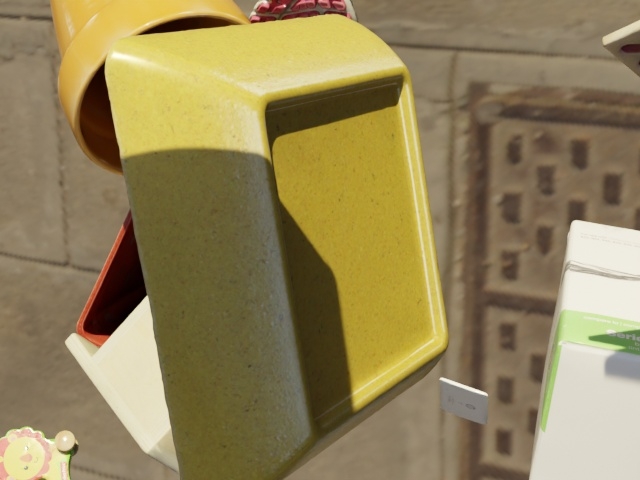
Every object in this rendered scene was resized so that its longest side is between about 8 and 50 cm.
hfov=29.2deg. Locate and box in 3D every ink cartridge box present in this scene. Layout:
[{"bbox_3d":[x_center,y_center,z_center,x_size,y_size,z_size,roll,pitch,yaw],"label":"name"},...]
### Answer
[{"bbox_3d":[0.298,0.129,1.301,0.114,0.273,0.198,10,119,10],"label":"ink cartridge box"}]

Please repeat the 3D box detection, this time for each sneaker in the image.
[{"bbox_3d":[-0.013,-0.242,1.369,0.120,0.299,0.112,7,79,3],"label":"sneaker"}]

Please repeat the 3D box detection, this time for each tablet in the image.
[{"bbox_3d":[0.154,0.173,1.321,0.054,0.006,0.083,18,154,17],"label":"tablet"}]

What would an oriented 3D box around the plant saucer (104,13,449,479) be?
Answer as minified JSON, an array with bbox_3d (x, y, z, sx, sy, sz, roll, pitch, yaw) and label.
[{"bbox_3d":[0.000,0.000,0.910,0.081,0.333,0.333,-5,100,30],"label":"plant saucer"}]

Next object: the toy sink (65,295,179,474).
[{"bbox_3d":[-0.142,0.146,1.311,0.131,0.153,0.234,-49,40,-2],"label":"toy sink"}]

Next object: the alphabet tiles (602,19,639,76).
[{"bbox_3d":[0.388,-0.166,0.852,0.342,0.285,0.011,-22,54,38],"label":"alphabet tiles"}]

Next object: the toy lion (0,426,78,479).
[{"bbox_3d":[-0.318,0.257,1.373,0.096,0.034,0.100,-9,68,-5],"label":"toy lion"}]

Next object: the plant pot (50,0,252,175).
[{"bbox_3d":[-0.180,-0.201,1.236,0.205,0.205,0.188,-55,50,30],"label":"plant pot"}]

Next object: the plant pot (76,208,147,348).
[{"bbox_3d":[-0.127,0.038,1.585,0.267,0.236,0.267,25,94,-5],"label":"plant pot"}]
